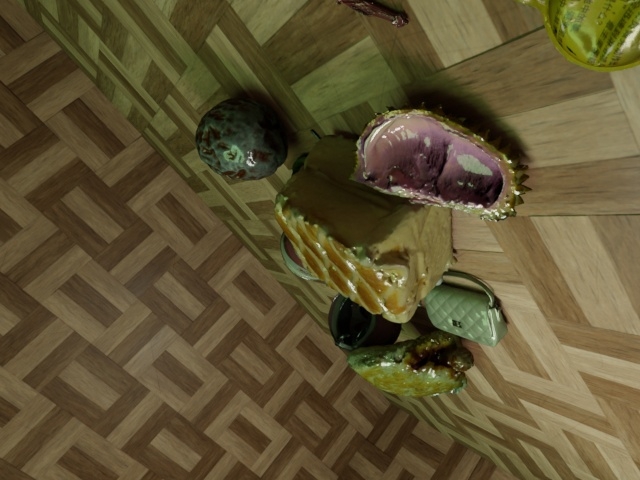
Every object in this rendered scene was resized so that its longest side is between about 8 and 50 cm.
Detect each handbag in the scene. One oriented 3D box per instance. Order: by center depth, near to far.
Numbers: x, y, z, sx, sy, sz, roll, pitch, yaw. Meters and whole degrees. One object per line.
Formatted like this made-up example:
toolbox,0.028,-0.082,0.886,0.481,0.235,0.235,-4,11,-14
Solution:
handbag,0.398,0.181,1.218,0.256,0.079,0.219,10,131,55

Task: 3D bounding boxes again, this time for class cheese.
cheese,0.286,-0.281,0.472,0.250,0.064,0.156,45,162,23

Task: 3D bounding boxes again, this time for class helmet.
helmet,0.187,0.316,1.684,0.197,0.270,0.338,17,170,-21

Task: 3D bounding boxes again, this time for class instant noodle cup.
instant noodle cup,0.000,0.000,1.404,0.235,0.235,0.178,44,152,-3

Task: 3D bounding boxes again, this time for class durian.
durian,0.221,-0.162,0.791,0.341,0.112,0.191,18,122,23

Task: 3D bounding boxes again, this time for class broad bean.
broad bean,-0.055,-0.217,1.306,0.069,0.039,0.227,40,161,-10

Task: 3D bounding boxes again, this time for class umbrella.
umbrella,0.074,-0.391,0.708,0.165,0.025,0.027,33,137,20

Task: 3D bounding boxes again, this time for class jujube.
jujube,-0.232,-0.285,1.236,0.246,0.215,0.308,49,159,-20

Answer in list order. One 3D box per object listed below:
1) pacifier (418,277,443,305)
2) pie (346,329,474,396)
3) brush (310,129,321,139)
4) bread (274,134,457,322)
pacifier,0.286,0.110,1.202,0.117,0.150,0.126,-22,95,26
pie,0.315,0.452,1.531,0.418,0.180,0.395,-4,145,9
brush,0.003,-0.266,1.134,0.083,0.008,0.024,45,164,-8
bread,0.112,-0.020,1.050,0.371,0.279,0.390,32,160,34
